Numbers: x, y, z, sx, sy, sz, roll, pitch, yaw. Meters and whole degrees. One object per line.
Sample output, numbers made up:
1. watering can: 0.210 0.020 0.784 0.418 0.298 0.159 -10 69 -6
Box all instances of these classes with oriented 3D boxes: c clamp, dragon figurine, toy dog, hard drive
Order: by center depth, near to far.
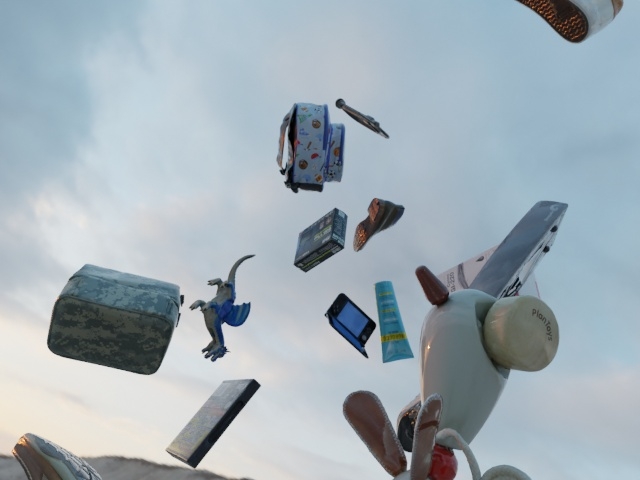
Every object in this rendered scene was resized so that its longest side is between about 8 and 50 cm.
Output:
1. toy dog: 0.117 0.161 0.564 0.161 0.333 0.220 39 -41 -11
2. hard drive: 0.321 0.056 0.884 0.054 0.254 0.172 35 -13 26
3. c clamp: 0.084 -0.260 1.079 0.137 0.022 0.161 26 12 -41
4. dragon figurine: -0.243 0.175 1.353 0.085 0.289 0.144 -4 -48 37

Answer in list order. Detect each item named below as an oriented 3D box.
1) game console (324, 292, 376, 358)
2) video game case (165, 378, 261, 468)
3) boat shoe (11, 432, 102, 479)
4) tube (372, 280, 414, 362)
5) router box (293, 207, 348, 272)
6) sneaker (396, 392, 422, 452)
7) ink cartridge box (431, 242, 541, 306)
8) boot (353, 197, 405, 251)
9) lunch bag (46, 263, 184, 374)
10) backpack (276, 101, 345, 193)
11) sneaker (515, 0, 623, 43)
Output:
1. game console: 0.075 0.188 1.155 0.122 0.107 0.071 44 -29 -11
2. video game case: -0.291 0.478 1.380 0.035 0.248 0.275 46 -30 -8
3. boat shoe: -0.389 0.412 0.786 0.325 0.116 0.123 24 -29 32
4. tube: 0.179 0.208 1.332 0.080 0.206 0.052 -11 -24 2
5. router box: 0.000 0.000 1.068 0.038 0.092 0.122 34 -48 -26
6. sneaker: 0.281 0.497 1.403 0.107 0.124 0.283 23 -63 1
7. ink cartridge box: 0.351 0.122 1.125 0.092 0.158 0.218 26 -43 -28
8. boot: 0.185 -0.039 1.658 0.106 0.082 0.219 5 -45 -24
9. lunch bag: -0.525 0.186 1.375 0.306 0.256 0.212 16 -64 -15
10. backpack: -0.025 -0.296 1.608 0.214 0.276 0.263 -5 -70 -8
11. sneaker: 0.426 -0.490 0.948 0.290 0.123 0.106 55 -12 13
